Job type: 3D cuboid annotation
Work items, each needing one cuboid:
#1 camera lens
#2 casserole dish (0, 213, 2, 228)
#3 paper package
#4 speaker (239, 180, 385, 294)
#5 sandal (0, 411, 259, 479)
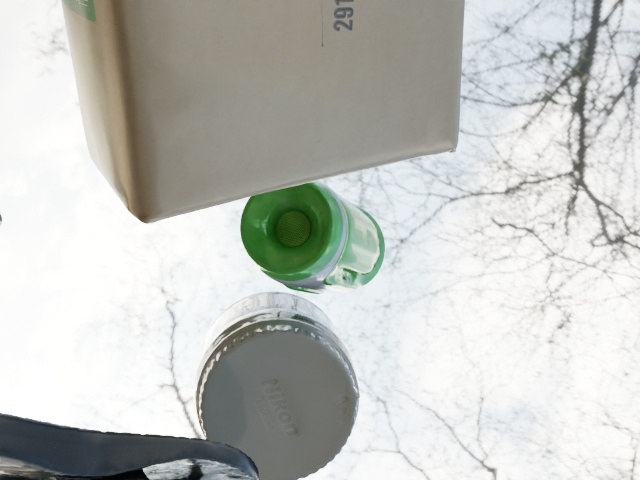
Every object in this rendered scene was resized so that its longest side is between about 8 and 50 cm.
[{"bbox_3d":[-0.064,0.195,1.216,0.274,0.220,0.219,-130,-116,-83],"label":"camera lens"},{"bbox_3d":[-0.216,-0.042,0.459,0.037,0.188,0.114,-26,-94,-6],"label":"casserole dish"},{"bbox_3d":[-0.045,-0.211,0.687,0.168,0.310,0.324,35,-46,50],"label":"paper package"},{"bbox_3d":[0.000,0.000,1.090,0.131,0.296,0.131,-2,-97,15],"label":"speaker"},{"bbox_3d":[-0.227,0.246,0.819,0.168,0.446,0.107,-24,-119,29],"label":"sandal"}]
